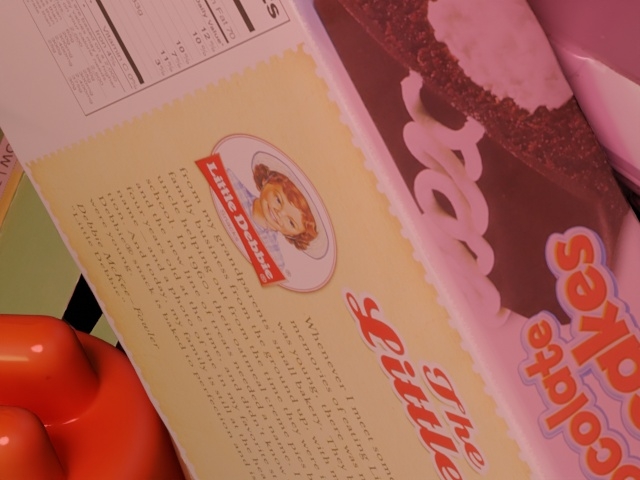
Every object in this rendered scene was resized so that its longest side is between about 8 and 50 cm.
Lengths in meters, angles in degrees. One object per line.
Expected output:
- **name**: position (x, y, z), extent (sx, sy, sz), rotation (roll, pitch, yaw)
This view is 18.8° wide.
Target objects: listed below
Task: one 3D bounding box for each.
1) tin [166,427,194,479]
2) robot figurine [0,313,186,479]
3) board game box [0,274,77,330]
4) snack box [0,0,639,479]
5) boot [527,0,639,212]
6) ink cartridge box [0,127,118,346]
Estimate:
- **tin**: position (-0.040, 0.061, 0.760), extent (0.190, 0.040, 0.106), rotation (-113, -2, -55)
- **robot figurine**: position (-0.106, 0.120, 0.754), extent (0.158, 0.128, 0.219), rotation (51, 163, 44)
- **board game box**: position (-0.098, 0.221, 0.983), extent (0.390, 0.050, 0.390), rotation (37, 132, 47)
- **snack box**: position (0.000, 0.000, 0.501), extent (0.187, 0.060, 0.322), rotation (-13, 107, 61)
- **boot**: position (0.113, 0.013, 0.479), extent (0.258, 0.095, 0.123), rotation (41, 138, 29)
- **ink cartridge box**: position (-0.167, -0.018, 0.925), extent (0.235, 0.056, 0.171), rotation (37, 107, 49)
